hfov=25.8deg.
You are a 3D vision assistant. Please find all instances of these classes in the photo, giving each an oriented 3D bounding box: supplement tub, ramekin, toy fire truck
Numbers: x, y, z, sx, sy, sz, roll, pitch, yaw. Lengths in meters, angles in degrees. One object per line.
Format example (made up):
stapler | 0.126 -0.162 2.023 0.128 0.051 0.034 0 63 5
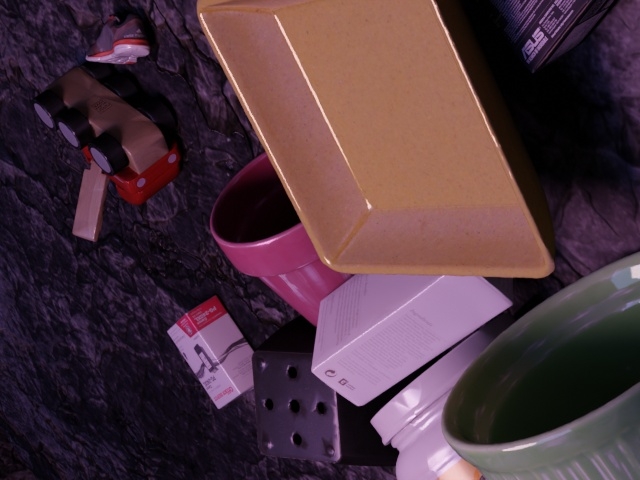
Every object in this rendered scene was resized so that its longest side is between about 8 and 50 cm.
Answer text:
supplement tub | 0.223 0.257 1.480 0.316 0.228 0.228 52 150 11
ramekin | 0.272 0.144 1.238 0.148 0.303 0.303 55 152 -11
toy fire truck | -0.306 -0.106 2.044 0.217 0.158 0.246 35 156 34

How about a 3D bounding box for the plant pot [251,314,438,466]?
plant pot | 0.020 0.185 1.683 0.187 0.167 0.188 0 96 39

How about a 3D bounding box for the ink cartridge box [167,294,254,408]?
ink cartridge box | -0.157 0.174 2.149 0.150 0.063 0.109 56 151 4

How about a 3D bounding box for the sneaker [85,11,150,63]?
sneaker | -0.276 -0.280 1.924 0.158 0.061 0.065 -3 89 57

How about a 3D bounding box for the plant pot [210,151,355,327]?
plant pot | 0.000 0.000 1.633 0.201 0.201 0.180 13 144 52

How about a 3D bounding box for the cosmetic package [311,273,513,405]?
cosmetic package | 0.097 0.066 1.492 0.085 0.117 0.231 37 126 -24

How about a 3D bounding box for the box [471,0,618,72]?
box | 0.184 -0.318 1.144 0.242 0.076 0.307 52 150 11

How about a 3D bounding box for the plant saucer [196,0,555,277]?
plant saucer | 0.065 -0.124 1.355 0.332 0.081 0.333 0 124 51

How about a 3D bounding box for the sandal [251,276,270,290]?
sandal | -0.089 0.003 1.904 0.067 0.040 0.179 41 147 28
